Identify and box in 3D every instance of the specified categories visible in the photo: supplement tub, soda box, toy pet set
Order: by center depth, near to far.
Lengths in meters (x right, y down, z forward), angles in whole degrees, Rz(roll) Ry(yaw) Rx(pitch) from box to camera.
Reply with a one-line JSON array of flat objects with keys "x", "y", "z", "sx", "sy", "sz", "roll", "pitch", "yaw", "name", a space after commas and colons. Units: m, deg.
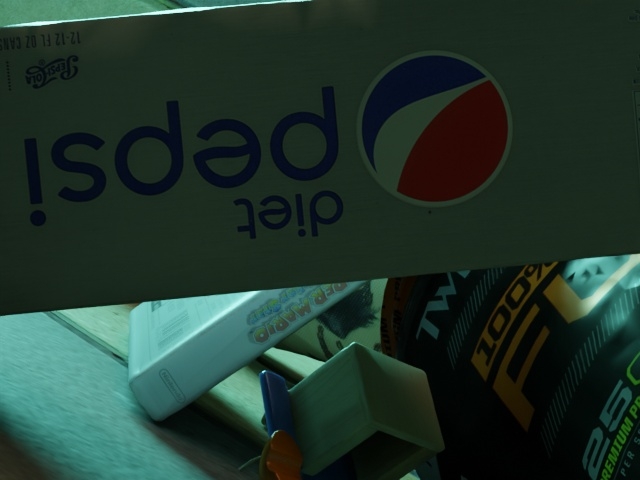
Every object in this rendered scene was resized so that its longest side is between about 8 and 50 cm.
[{"x": -0.017, "y": -0.030, "z": 0.522, "sx": 0.286, "sy": 0.091, "sz": 0.098, "roll": -6, "pitch": 2, "yaw": -3, "name": "soda box"}, {"x": 0.005, "y": 0.095, "z": 0.544, "sx": 0.122, "sy": 0.065, "sz": 0.114, "roll": 26, "pitch": 38, "yaw": -37, "name": "toy pet set"}, {"x": 0.160, "y": 0.077, "z": 0.637, "sx": 0.207, "sy": 0.207, "sz": 0.338, "roll": 29, "pitch": 3, "yaw": -25, "name": "supplement tub"}]

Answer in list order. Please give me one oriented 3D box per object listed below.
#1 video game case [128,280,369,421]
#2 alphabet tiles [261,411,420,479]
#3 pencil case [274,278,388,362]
[{"x": 0.000, "y": 0.000, "z": 0.745, "sx": 0.026, "sy": 0.206, "sz": 0.227, "roll": 56, "pitch": -3, "yaw": -7, "name": "video game case"}, {"x": 0.125, "y": 0.174, "z": 0.855, "sx": 0.342, "sy": 0.011, "sz": 0.285, "roll": 30, "pitch": 1, "yaw": 5, "name": "alphabet tiles"}, {"x": 0.079, "y": 0.018, "z": 1.016, "sx": 0.410, "sy": 0.160, "sz": 0.183, "roll": 15, "pitch": 28, "yaw": 41, "name": "pencil case"}]
